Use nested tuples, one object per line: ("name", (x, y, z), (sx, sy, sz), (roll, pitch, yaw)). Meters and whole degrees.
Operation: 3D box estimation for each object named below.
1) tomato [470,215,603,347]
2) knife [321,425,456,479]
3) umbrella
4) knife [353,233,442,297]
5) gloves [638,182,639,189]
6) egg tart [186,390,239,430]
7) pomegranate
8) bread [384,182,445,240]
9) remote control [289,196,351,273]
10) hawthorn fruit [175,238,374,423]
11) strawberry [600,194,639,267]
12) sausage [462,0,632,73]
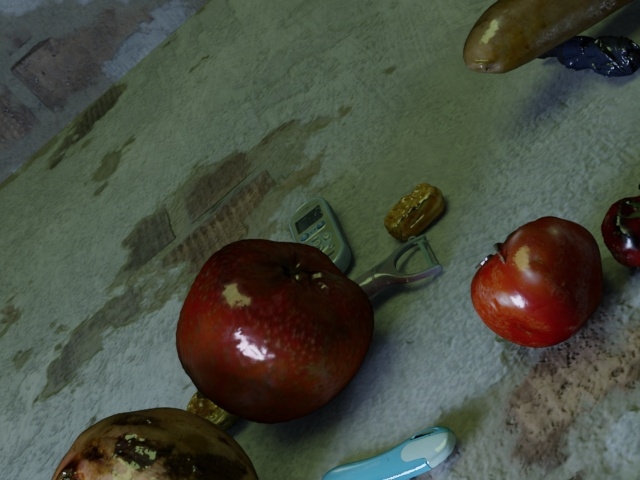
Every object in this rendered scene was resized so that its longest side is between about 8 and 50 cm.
("tomato", (0.283, 0.049, 1.453), (0.187, 0.151, 0.187), (-43, -16, -15))
("knife", (0.087, 0.295, 1.501), (0.222, 0.031, 0.064), (-27, 35, 33))
("umbrella", (0.427, -0.310, 1.868), (0.071, 0.071, 0.248), (-46, 29, -6))
("knife", (0.058, 0.087, 1.808), (0.278, 0.053, 0.123), (-36, 23, 9))
("gloves", (0.479, -0.103, 1.488), (0.144, 0.094, 0.110), (-54, -3, 25))
("egg tart", (-0.161, 0.266, 1.833), (0.130, 0.052, 0.130), (-31, 28, 19))
("pomegranate", (-0.228, 0.374, 1.540), (0.322, 0.322, 0.322), (-31, 30, 20))
("bread", (0.153, -0.048, 1.877), (0.110, 0.044, 0.083), (-41, 26, 8))
("remote control", (0.000, 0.000, 2.005), (0.087, 0.047, 0.244), (-40, 28, 11))
("hawthorn fruit", (-0.081, 0.138, 1.686), (0.300, 0.275, 0.275), (-46, 26, 18))
("strawberry", (0.404, -0.007, 1.458), (0.106, 0.106, 0.106), (-31, 30, 20))
("sausage", (0.439, -0.412, 1.855), (0.500, 0.123, 0.136), (-30, 32, -5))
